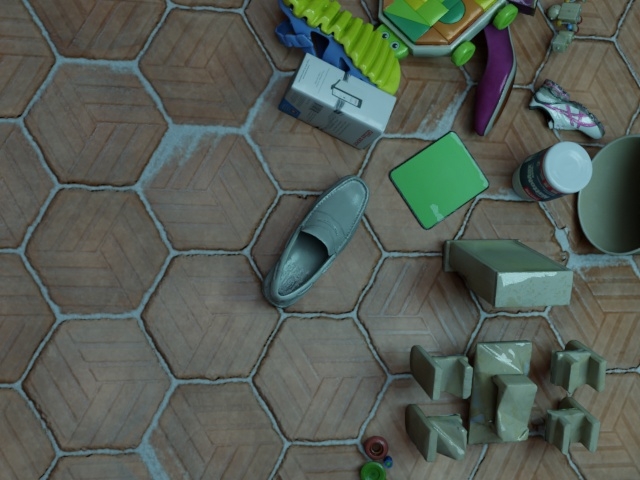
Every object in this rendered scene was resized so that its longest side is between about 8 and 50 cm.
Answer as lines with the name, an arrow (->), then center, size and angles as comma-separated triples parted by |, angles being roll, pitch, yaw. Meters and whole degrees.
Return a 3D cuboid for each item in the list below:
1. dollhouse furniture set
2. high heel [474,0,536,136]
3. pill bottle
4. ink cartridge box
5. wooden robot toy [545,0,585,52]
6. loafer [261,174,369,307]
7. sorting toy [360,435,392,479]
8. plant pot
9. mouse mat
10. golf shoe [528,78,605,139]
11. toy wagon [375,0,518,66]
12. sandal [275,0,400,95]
dollhouse furniture set -> 0.360, 0.217, 1.679 | 0.362, 0.256, 0.394 | -1, 104, -12
high heel -> 0.348, -0.419, 1.792 | 0.181, 0.127, 0.377 | 17, 81, 13
pill bottle -> 0.481, -0.138, 1.730 | 0.108, 0.180, 0.108 | 2, 83, -12
ink cartridge box -> 0.032, -0.278, 1.663 | 0.203, 0.148, 0.086 | 25, 77, -10
wooden robot toy -> 0.548, -0.503, 1.862 | 0.079, 0.076, 0.173 | 17, 78, 26
loafer -> 0.000, 0.000, 1.640 | 0.112, 0.111, 0.319 | 35, 77, -7
sorting toy -> 0.115, 0.443, 1.655 | 0.061, 0.042, 0.102 | 8, 93, 4
plant pot -> 0.749, -0.078, 1.773 | 0.274, 0.256, 0.256 | 8, 81, -29
mouse mat -> 0.258, -0.131, 1.769 | 0.190, 0.007, 0.152 | -34, 92, -15
golf shoe -> 0.550, -0.277, 1.830 | 0.186, 0.067, 0.086 | 35, 106, -9
toy wagon -> 0.232, -0.488, 1.728 | 0.344, 0.068, 0.267 | -42, 73, -1
sandal -> 0.028, -0.401, 1.687 | 0.317, 0.138, 0.126 | 42, 49, -4
